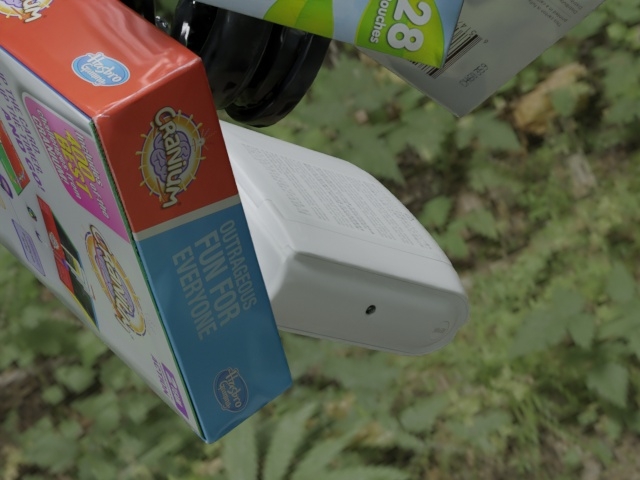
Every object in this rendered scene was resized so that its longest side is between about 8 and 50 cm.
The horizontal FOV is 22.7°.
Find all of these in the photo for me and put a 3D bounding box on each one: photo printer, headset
[{"bbox_3d":[0.000,0.000,1.628,0.107,0.307,0.256,-55,49,19],"label":"photo printer"},{"bbox_3d":[-0.112,-0.178,1.129,0.243,0.394,0.185,6,63,-6],"label":"headset"}]

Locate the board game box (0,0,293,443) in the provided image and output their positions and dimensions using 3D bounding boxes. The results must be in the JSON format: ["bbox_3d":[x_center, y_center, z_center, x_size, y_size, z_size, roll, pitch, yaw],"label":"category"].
[{"bbox_3d":[-0.154,-0.058,0.917,0.064,0.242,0.316,-34,47,-21],"label":"board game box"}]

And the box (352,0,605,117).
[{"bbox_3d":[0.106,-0.224,1.259,0.182,0.181,0.119,-40,38,29],"label":"box"}]

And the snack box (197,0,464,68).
[{"bbox_3d":[-0.014,-0.177,0.488,0.174,0.207,0.070,16,30,-1],"label":"snack box"}]
